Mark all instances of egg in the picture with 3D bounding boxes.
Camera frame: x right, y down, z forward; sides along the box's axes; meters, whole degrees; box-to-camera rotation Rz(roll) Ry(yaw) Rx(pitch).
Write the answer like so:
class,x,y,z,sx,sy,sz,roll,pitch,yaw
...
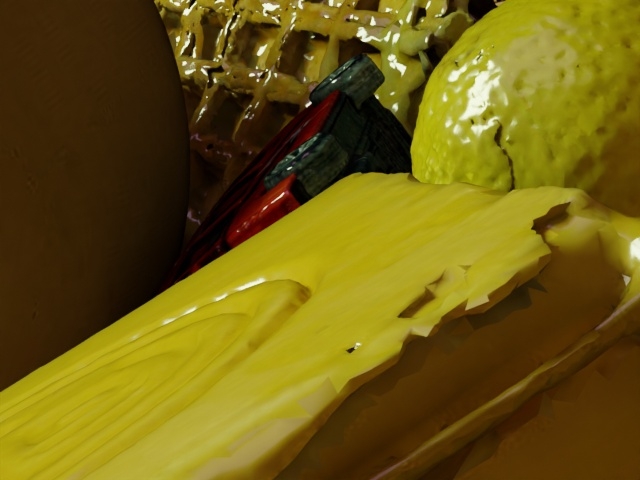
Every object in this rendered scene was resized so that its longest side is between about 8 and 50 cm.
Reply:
class,x,y,z,sx,sy,sz,roll,pitch,yaw
egg,-0.202,-0.022,0.768,0.301,0.301,0.374,-25,18,16

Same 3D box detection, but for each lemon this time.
class,x,y,z,sx,sy,sz,roll,pitch,yaw
lemon,0.085,-0.023,0.565,0.133,0.109,0.109,-14,6,-20

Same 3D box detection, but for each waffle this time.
class,x,y,z,sx,sy,sz,roll,pitch,yaw
waffle,-0.027,-0.096,0.946,0.245,0.052,0.254,-41,48,26

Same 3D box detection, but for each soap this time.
class,x,y,z,sx,sy,sz,roll,pitch,yaw
soap,-0.068,0.100,0.433,0.324,0.096,0.204,-32,12,-15

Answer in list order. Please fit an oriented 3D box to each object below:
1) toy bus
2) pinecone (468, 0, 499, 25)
class,x,y,z,sx,sy,sz,roll,pitch,yaw
toy bus,0.000,0.000,0.755,0.089,0.081,0.195,-35,10,17
pinecone,0.029,-0.136,1.085,0.165,0.163,0.163,-12,5,-22
